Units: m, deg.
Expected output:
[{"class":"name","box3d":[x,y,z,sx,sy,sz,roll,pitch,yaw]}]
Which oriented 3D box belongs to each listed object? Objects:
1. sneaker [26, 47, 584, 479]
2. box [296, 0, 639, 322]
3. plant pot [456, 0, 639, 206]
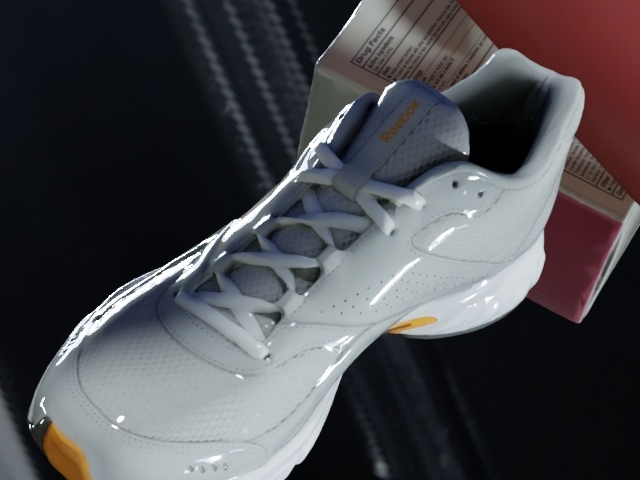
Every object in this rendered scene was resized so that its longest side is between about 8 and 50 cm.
[{"class":"sneaker","box3d":[0.000,0.000,0.703,0.099,0.262,0.121,39,-43,20]},{"class":"box","box3d":[0.120,-0.076,1.309,0.232,0.148,0.127,28,-36,11]},{"class":"plant pot","box3d":[0.214,-0.130,0.944,0.275,0.275,0.243,-22,-64,31]}]
